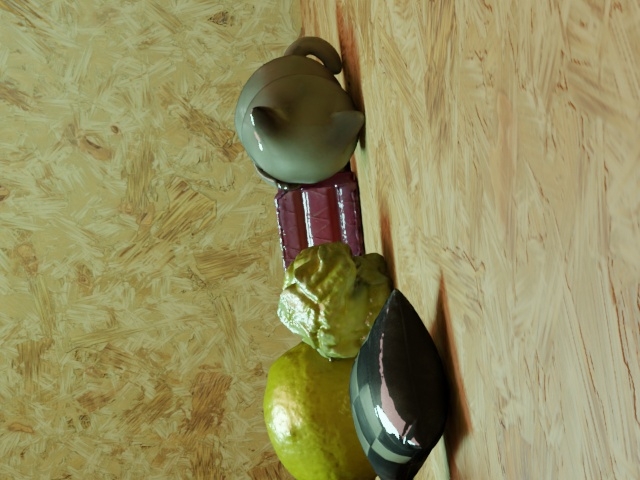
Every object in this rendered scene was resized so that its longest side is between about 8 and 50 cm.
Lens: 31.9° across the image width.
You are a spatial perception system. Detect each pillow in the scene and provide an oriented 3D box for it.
[{"bbox_3d":[0.092,0.181,1.305,0.250,0.106,0.186,100,162,-67],"label":"pillow"}]

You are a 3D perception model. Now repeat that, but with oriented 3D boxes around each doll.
[{"bbox_3d":[-0.042,-0.212,1.994,0.370,0.215,0.226,-98,18,-64],"label":"doll"}]

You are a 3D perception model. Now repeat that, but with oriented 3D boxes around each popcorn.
[{"bbox_3d":[0.031,0.089,1.762,0.167,0.187,0.185,-54,8,21],"label":"popcorn"}]

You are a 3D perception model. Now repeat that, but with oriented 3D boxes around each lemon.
[{"bbox_3d":[0.021,0.288,1.857,0.233,0.234,0.288,-109,0,-78],"label":"lemon"}]

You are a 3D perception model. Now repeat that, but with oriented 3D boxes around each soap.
[{"bbox_3d":[0.000,0.000,2.179,0.099,0.162,0.249,-104,8,-71],"label":"soap"}]

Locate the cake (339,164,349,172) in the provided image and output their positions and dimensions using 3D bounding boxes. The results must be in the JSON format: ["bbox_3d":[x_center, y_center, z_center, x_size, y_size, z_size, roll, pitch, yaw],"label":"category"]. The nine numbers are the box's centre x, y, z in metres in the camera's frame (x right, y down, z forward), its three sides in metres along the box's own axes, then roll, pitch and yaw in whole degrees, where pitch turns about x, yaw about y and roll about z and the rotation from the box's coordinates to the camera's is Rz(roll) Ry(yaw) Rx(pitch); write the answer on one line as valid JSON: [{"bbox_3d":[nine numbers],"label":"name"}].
[{"bbox_3d":[0.011,-0.099,2.301,0.135,0.112,0.246,-90,-11,-88],"label":"cake"}]
